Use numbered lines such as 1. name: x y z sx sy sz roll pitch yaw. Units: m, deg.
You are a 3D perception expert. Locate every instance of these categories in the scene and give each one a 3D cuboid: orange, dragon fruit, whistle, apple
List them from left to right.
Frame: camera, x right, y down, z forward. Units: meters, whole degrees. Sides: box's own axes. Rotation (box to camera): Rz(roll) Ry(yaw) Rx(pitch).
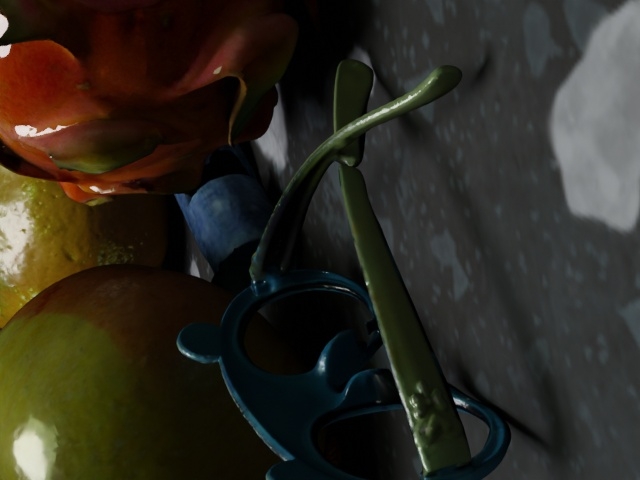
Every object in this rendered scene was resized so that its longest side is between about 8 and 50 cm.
1. orange: -0.222 -0.025 1.160 0.158 0.179 0.237 2 96 38
2. dragon fruit: -0.113 -0.123 0.732 0.227 0.224 0.224 82 171 -72
3. apple: -0.106 0.133 0.834 0.261 0.194 0.261 37 152 24
4. whistle: -0.095 -0.073 0.951 0.304 0.062 0.062 -119 26 -44

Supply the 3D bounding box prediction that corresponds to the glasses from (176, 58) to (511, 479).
1. glasses: 0.032 0.009 0.641 0.207 0.102 0.239 -65 28 13
